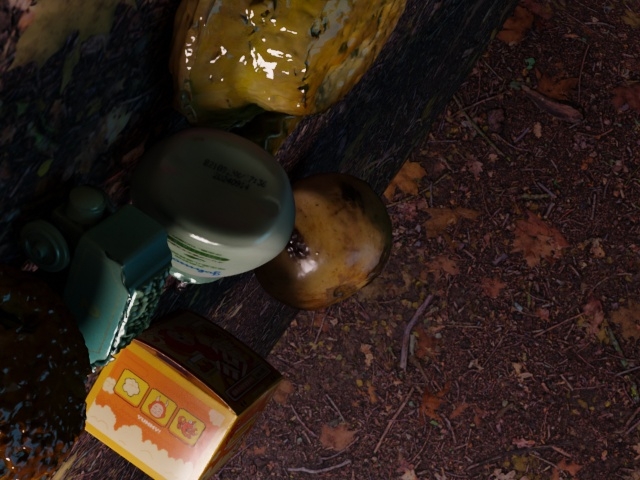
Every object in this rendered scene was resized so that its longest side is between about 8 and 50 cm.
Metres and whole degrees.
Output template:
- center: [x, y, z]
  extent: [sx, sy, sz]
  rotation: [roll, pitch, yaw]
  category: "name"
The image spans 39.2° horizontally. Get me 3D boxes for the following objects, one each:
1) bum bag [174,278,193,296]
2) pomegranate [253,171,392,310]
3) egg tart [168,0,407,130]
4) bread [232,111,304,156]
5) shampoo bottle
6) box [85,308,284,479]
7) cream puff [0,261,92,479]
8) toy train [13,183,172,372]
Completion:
- center: [-0.241, 0.056, 1.653]
  extent: [0.058, 0.034, 0.124]
  rotation: [-67, -177, -50]
  category: "bum bag"
- center: [0.000, 0.000, 1.957]
  extent: [0.322, 0.322, 0.322]
  rotation: [-54, 171, -12]
  category: "pomegranate"
- center: [-0.011, -0.299, 1.123]
  extent: [0.443, 0.178, 0.443]
  rotation: [-52, 170, -13]
  category: "egg tart"
- center: [-0.078, -0.196, 1.473]
  extent: [0.367, 0.084, 0.077]
  rotation: [-52, 131, -15]
  category: "bread"
- center: [-0.159, -0.031, 1.254]
  extent: [0.349, 0.221, 0.151]
  rotation: [139, -30, -73]
  category: "shampoo bottle"
- center: [-0.256, 0.294, 1.707]
  extent: [0.214, 0.259, 0.283]
  rotation: [-60, 171, 13]
  category: "box"
- center: [-0.352, 0.176, 0.919]
  extent: [0.303, 0.212, 0.303]
  rotation: [-54, 176, -5]
  category: "cream puff"
- center: [-0.265, 0.040, 1.043]
  extent: [0.112, 0.163, 0.203]
  rotation: [-48, 169, -49]
  category: "toy train"
